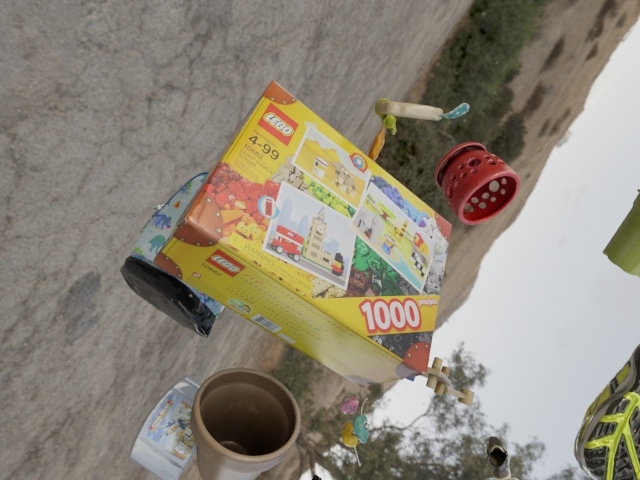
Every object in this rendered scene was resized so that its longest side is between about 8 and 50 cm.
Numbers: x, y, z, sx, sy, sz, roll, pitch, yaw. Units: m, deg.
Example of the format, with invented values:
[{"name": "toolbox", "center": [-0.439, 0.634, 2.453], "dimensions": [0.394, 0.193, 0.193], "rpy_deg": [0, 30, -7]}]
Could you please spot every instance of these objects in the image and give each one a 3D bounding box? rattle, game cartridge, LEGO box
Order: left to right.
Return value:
[{"name": "game cartridge", "center": [-0.470, 0.605, 1.460], "dimensions": [0.297, 0.198, 0.062], "rpy_deg": [-57, -167, -26]}, {"name": "LEGO box", "center": [0.000, 0.000, 0.888], "dimensions": [0.193, 0.500, 0.373], "rpy_deg": [-33, -151, 49]}, {"name": "rattle", "center": [0.213, -0.235, 0.964], "dimensions": [0.130, 0.199, 0.143], "rpy_deg": [-177, -90, -70]}]

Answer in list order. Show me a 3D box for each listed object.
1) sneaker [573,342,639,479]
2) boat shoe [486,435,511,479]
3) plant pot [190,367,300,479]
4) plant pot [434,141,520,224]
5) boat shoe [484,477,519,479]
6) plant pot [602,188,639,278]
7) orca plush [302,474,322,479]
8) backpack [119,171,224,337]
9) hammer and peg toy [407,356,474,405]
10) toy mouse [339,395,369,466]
[{"name": "sneaker", "center": [0.606, 0.284, 0.840], "dimensions": [0.384, 0.145, 0.147], "rpy_deg": [-40, 162, -8]}, {"name": "boat shoe", "center": [0.656, 0.790, 1.648], "dimensions": [0.223, 0.080, 0.074], "rpy_deg": [-44, 126, -70]}, {"name": "plant pot", "center": [-0.204, 0.492, 1.108], "dimensions": [0.263, 0.262, 0.230], "rpy_deg": [-41, 155, -60]}, {"name": "plant pot", "center": [0.435, -0.168, 1.269], "dimensions": [0.190, 0.174, 0.191], "rpy_deg": [-14, 139, -13]}, {"name": "boat shoe", "center": [0.422, 0.717, 1.232], "dimensions": [0.320, 0.118, 0.103], "rpy_deg": [-51, -150, 33]}, {"name": "plant pot", "center": [1.156, -0.001, 1.563], "dimensions": [0.254, 0.276, 0.276], "rpy_deg": [-62, 170, 25]}, {"name": "orca plush", "center": [-0.002, 0.508, 0.865], "dimensions": [0.287, 0.151, 0.102], "rpy_deg": [142, -37, -74]}, {"name": "backpack", "center": [-0.290, 0.004, 1.118], "dimensions": [0.355, 0.290, 0.274], "rpy_deg": [-47, 157, -32]}, {"name": "hammer and peg toy", "center": [0.455, 0.551, 1.858], "dimensions": [0.266, 0.361, 0.128], "rpy_deg": [47, 62, -54]}, {"name": "toy mouse", "center": [0.076, 0.418, 1.050], "dimensions": [0.161, 0.031, 0.143], "rpy_deg": [-116, -144, -48]}]
